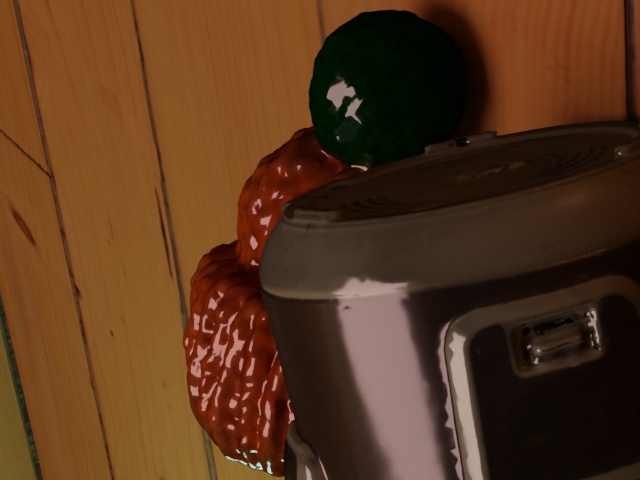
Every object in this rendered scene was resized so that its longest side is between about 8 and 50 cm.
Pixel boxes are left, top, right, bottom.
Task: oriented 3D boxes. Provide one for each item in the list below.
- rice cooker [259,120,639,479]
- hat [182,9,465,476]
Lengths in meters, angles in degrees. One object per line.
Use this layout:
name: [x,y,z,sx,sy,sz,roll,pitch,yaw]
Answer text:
rice cooker: [0.133,0.103,1.162,0.335,0.335,0.325,9,115,65]
hat: [0.000,0.000,1.478,0.285,0.285,0.400,34,135,55]
